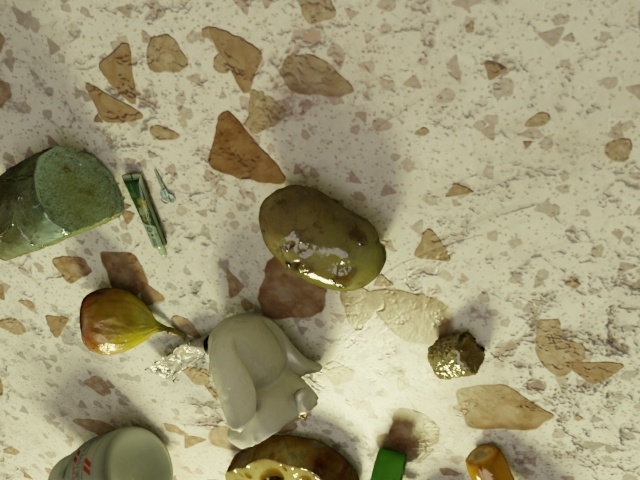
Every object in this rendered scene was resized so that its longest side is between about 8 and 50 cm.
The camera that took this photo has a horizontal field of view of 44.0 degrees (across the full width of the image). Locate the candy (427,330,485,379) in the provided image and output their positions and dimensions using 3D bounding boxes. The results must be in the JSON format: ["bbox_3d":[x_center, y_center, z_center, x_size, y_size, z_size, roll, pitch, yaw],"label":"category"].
[{"bbox_3d":[0.280,0.240,1.628,0.110,0.085,0.095,-19,109,44],"label":"candy"}]

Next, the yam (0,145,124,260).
[{"bbox_3d":[-0.586,-0.075,1.656,0.271,0.202,0.201,-26,91,36],"label":"yam"}]

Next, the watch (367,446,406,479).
[{"bbox_3d":[0.153,0.568,1.896,0.131,0.165,0.152,11,104,15],"label":"watch"}]

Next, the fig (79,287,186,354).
[{"bbox_3d":[-0.436,0.201,1.851,0.257,0.159,0.159,16,133,-19],"label":"fig"}]

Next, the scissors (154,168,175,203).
[{"bbox_3d":[-0.326,-0.111,1.638,0.036,0.006,0.083,-5,123,22],"label":"scissors"}]

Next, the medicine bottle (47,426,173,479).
[{"bbox_3d":[-0.578,0.652,2.154,0.306,0.245,0.245,-26,113,36],"label":"medicine bottle"}]

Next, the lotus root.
[{"bbox_3d":[-0.069,0.651,2.052,0.375,0.111,0.390,14,132,13],"label":"lotus root"}]

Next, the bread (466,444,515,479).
[{"bbox_3d":[0.405,0.581,1.791,0.092,0.074,0.239,-22,97,33],"label":"bread"}]

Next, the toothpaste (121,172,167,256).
[{"bbox_3d":[-0.366,-0.052,1.683,0.049,0.031,0.204,-4,122,22],"label":"toothpaste"}]

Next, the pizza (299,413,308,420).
[{"bbox_3d":[-0.053,0.405,1.915,0.037,0.016,0.083,-17,116,24],"label":"pizza"}]

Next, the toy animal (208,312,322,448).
[{"bbox_3d":[-0.135,0.281,1.733,0.206,0.272,0.265,-31,87,49],"label":"toy animal"}]

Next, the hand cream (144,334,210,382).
[{"bbox_3d":[-0.315,0.277,1.889,0.084,0.050,0.257,30,137,-32],"label":"hand cream"}]

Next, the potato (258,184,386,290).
[{"bbox_3d":[0.000,0.000,1.503,0.262,0.165,0.165,27,130,-7],"label":"potato"}]
